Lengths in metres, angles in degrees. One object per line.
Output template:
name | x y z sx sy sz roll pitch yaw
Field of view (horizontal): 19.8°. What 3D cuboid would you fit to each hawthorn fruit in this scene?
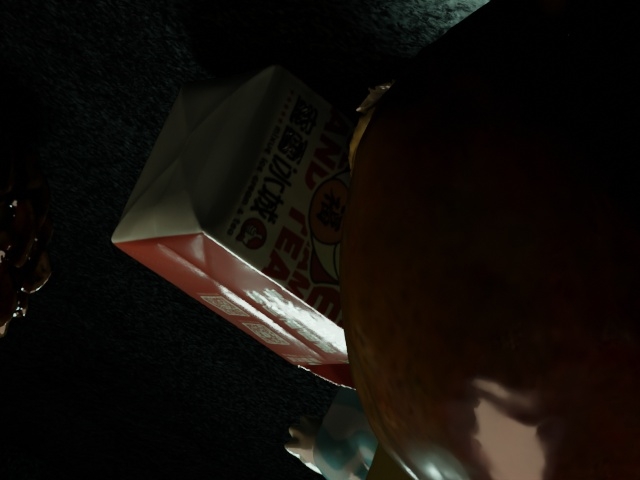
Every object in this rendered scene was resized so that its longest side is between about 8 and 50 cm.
hawthorn fruit | 0.149 0.026 1.142 0.325 0.308 0.308 48 154 -24

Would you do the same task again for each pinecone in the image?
pinecone | -0.405 -0.034 1.848 0.298 0.242 0.296 16 160 45

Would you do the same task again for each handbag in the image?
handbag | 0.000 0.000 1.508 0.298 0.171 0.151 35 157 -29

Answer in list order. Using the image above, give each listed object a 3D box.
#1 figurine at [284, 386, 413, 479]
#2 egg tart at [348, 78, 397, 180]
figurine | 0.211 0.230 1.658 0.377 0.266 0.361 36 165 -20
egg tart | 0.114 -0.011 1.364 0.252 0.098 0.232 37 143 5
